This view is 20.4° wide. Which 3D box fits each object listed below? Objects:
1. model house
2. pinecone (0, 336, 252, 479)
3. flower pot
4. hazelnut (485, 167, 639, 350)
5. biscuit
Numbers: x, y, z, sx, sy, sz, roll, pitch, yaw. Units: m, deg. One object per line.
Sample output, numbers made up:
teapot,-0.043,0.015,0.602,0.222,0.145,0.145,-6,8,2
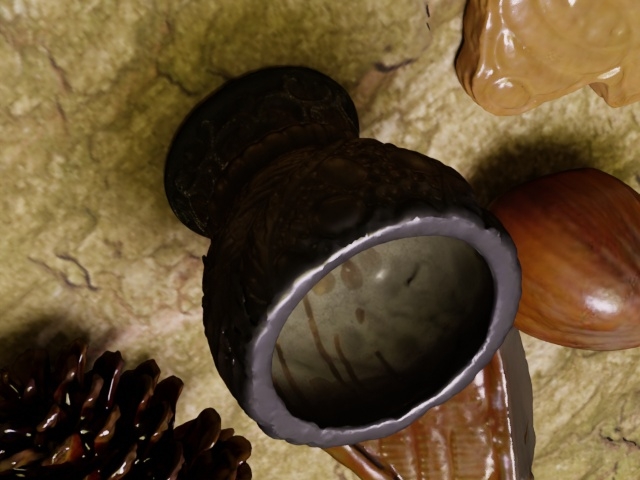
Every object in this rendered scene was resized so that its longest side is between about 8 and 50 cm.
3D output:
model house,0.104,0.182,1.861,0.229,0.199,0.219,-3,95,9
pinecone,-0.205,0.215,1.641,0.246,0.246,0.292,-42,118,8
flower pot,0.000,0.000,1.535,0.267,0.267,0.266,-16,134,-18
hazelnut,0.250,0.026,1.765,0.186,0.210,0.210,-21,146,30
biscuit,0.280,-0.252,1.636,0.312,0.057,0.351,11,122,-37
